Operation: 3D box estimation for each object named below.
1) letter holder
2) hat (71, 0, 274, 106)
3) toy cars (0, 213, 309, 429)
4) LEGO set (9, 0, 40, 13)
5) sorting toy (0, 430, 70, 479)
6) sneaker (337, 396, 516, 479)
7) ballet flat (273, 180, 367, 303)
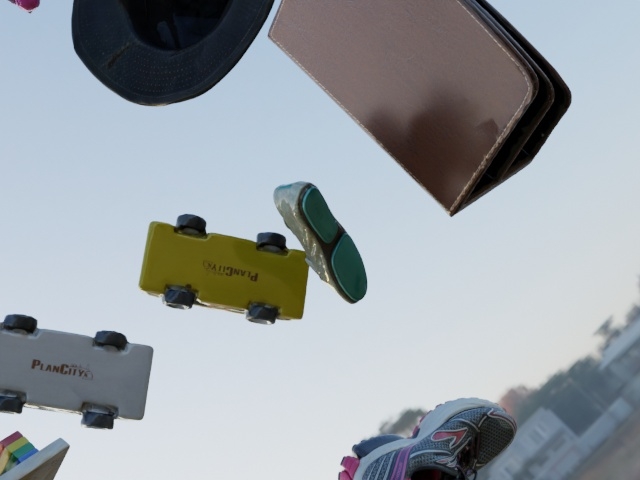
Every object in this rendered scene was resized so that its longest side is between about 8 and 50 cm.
[{"bbox_3d":[0.120,-0.220,1.137,0.152,0.302,0.214,-32,-20,-37],"label":"letter holder"},{"bbox_3d":[-0.155,-0.316,1.337,0.331,0.331,0.134,-49,-24,10],"label":"hat"},{"bbox_3d":[-0.194,0.091,1.164,0.393,0.177,0.087,-31,-3,-22],"label":"toy cars"},{"bbox_3d":[-0.353,-0.124,0.910,0.132,0.107,0.287,24,-71,-26],"label":"LEGO set"},{"bbox_3d":[-0.577,0.454,1.806,0.257,0.089,0.255,-32,-23,-56],"label":"sorting toy"},{"bbox_3d":[0.165,0.305,1.447,0.299,0.112,0.121,-18,-69,-39],"label":"sneaker"},{"bbox_3d":[0.000,0.000,1.149,0.057,0.052,0.168,-54,-47,-34],"label":"ballet flat"}]
